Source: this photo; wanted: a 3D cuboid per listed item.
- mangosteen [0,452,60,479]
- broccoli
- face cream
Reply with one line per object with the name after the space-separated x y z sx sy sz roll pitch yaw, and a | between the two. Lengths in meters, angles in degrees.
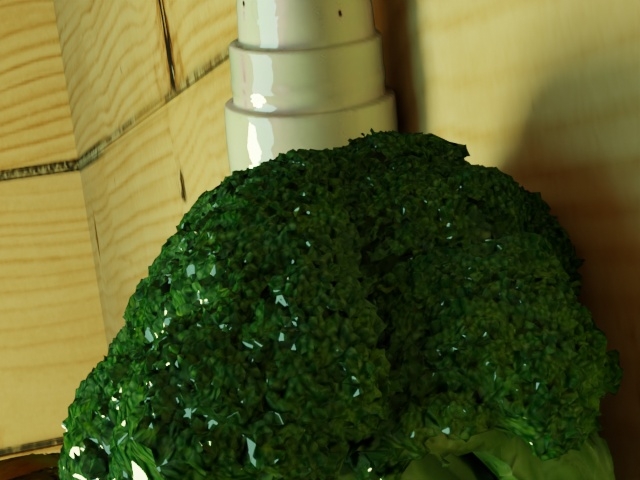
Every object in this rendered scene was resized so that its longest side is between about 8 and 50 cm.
-0.114 0.303 0.738 0.421 0.381 0.381 69 178 -47 | mangosteen
0.016 0.081 0.594 0.245 0.265 0.294 46 166 15 | broccoli
0.000 0.000 0.815 0.102 0.102 0.345 -138 42 -67 | face cream
